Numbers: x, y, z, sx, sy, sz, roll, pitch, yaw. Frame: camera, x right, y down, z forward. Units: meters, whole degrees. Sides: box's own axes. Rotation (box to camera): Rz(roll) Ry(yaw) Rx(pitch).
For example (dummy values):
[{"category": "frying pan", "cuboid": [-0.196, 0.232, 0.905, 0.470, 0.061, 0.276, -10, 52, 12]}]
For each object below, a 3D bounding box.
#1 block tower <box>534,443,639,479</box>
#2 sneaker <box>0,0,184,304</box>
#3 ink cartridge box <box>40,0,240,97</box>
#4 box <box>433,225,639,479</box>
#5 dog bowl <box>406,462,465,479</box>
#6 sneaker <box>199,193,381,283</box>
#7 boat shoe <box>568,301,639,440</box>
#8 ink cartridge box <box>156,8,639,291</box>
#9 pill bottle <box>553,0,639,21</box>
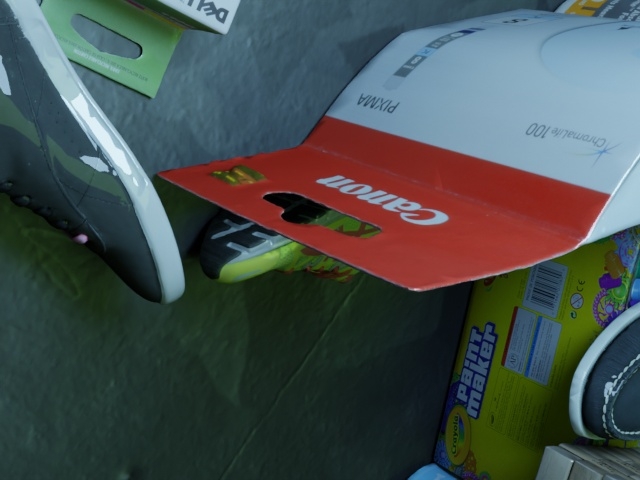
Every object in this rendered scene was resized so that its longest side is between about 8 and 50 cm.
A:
[{"category": "block tower", "cuboid": [0.309, 0.238, 0.943, 0.335, 0.091, 0.097, 9, 101, -40]}, {"category": "sneaker", "cuboid": [-0.206, -0.047, 0.679, 0.147, 0.104, 0.296, -39, 120, -18]}, {"category": "ink cartridge box", "cuboid": [-0.101, -0.207, 0.726, 0.109, 0.062, 0.209, 22, 91, -41]}, {"category": "box", "cuboid": [0.295, 0.109, 1.063, 0.279, 0.177, 0.290, 6, 101, -39]}, {"category": "dog bowl", "cuboid": [0.162, 0.348, 1.086, 0.166, 0.074, 0.297, -57, 131, -25]}, {"category": "sneaker", "cuboid": [0.000, 0.000, 0.862, 0.208, 0.081, 0.094, -24, 120, -30]}, {"category": "boat shoe", "cuboid": [0.335, 0.097, 0.916, 0.302, 0.091, 0.114, -23, 116, -32]}, {"category": "ink cartridge box", "cuboid": [0.117, -0.090, 0.775, 0.385, 0.308, 0.091, -16, 114, -32]}, {"category": "pill bottle", "cuboid": [0.333, -0.131, 0.947, 0.162, 0.278, 0.162, -13, 112, -35]}]
